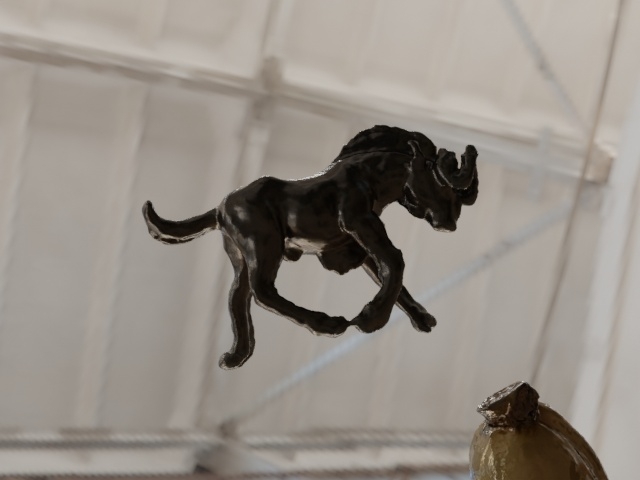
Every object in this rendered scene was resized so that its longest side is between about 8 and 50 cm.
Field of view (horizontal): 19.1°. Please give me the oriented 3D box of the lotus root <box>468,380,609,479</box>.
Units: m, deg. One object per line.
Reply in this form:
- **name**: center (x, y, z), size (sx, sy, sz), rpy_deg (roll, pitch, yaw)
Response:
- **lotus root**: center (0.109, 0.134, 0.902), size (0.073, 0.062, 0.150), rpy_deg (-64, -47, -65)

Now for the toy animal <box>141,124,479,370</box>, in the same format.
- **toy animal**: center (0.000, 0.000, 1.314), size (0.232, 0.084, 0.148), rpy_deg (-10, -101, 0)
